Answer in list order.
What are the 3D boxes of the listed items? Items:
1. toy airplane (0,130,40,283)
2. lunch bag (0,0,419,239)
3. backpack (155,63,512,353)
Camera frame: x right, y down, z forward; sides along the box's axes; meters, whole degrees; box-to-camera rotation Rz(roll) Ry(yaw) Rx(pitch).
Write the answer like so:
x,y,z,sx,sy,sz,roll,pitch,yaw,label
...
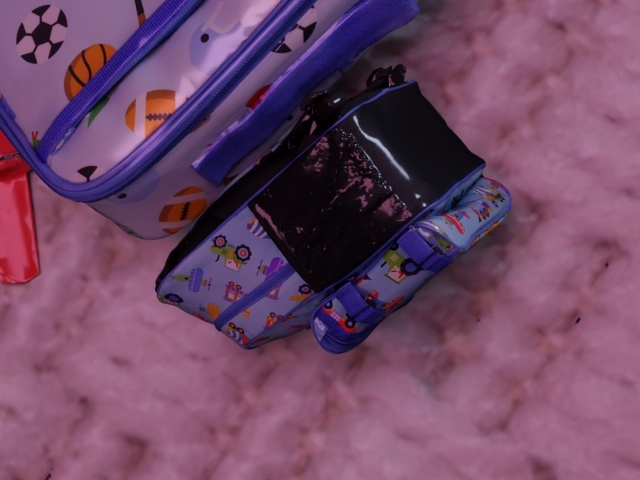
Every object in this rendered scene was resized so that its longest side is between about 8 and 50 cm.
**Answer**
x,y,z,sx,sy,sz,roll,pitch,yaw,label
-0.233,-0.038,1.193,0.151,0.028,0.151,-3,79,18,toy airplane
-0.068,-0.162,1.091,0.303,0.115,0.243,-45,55,7,lunch bag
0.000,0.000,1.042,0.173,0.158,0.117,-41,87,21,backpack
